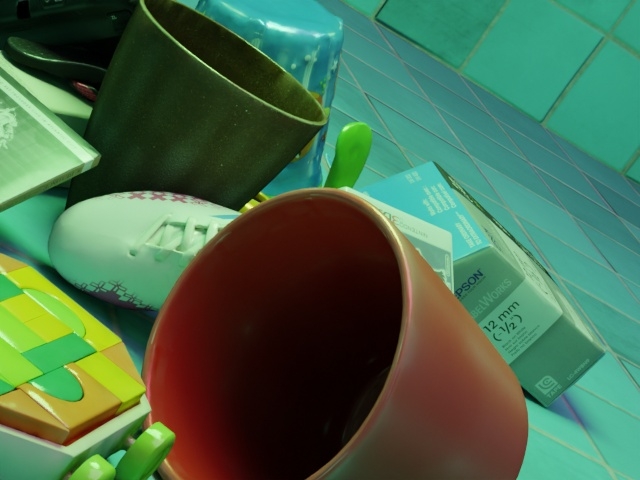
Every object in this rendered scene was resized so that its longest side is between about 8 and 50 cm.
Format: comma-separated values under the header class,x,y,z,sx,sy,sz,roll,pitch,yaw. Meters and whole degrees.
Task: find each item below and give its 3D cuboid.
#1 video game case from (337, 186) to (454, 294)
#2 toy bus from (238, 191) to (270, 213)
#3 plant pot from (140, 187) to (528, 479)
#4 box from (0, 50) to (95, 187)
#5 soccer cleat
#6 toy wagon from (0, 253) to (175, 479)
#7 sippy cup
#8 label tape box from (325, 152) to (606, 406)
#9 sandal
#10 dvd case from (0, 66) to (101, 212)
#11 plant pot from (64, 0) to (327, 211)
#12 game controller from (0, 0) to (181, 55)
class,x,y,z,sx,sy,sz,roll,pitch,yaw
video game case,0.085,0.059,2.090,0.183,0.023,0.201,22,58,-42
toy bus,-0.071,-0.002,2.000,0.202,0.104,0.191,21,21,-43
plant pot,0.030,0.129,1.549,0.243,0.275,0.275,35,11,-44
box,-0.293,-0.122,1.897,0.113,0.094,0.275,43,16,25
soccer cleat,-0.078,0.014,1.695,0.331,0.116,0.143,11,-15,-6
toy wagon,-0.253,0.096,1.355,0.267,0.068,0.344,38,14,9
sippy cup,-0.082,-0.172,2.164,0.305,0.224,0.240,19,22,0
label tape box,0.176,0.019,2.350,0.347,0.115,0.249,44,9,-29
sandal,-0.239,-0.166,1.908,0.179,0.040,0.067,11,20,-29
dvd case,-0.326,-0.083,1.665,0.164,0.018,0.221,40,43,18
plant pot,-0.146,-0.085,1.839,0.215,0.230,0.215,33,14,-9
game controller,-0.276,-0.222,1.986,0.319,0.067,0.166,-3,-9,34
